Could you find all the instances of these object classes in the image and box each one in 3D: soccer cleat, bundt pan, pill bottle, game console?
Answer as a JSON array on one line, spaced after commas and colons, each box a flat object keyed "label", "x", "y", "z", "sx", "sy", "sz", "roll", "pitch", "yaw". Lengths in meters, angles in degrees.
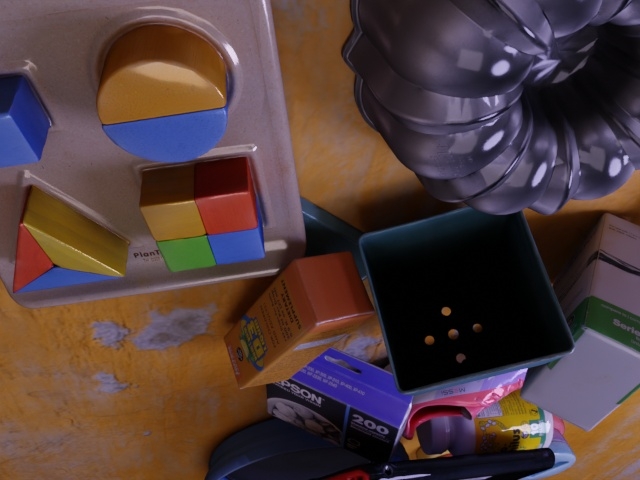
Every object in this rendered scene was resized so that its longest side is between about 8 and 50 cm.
[{"label": "soccer cleat", "x": 0.250, "y": 0.203, "z": 0.838, "sx": 0.319, "sy": 0.116, "sz": 0.108, "roll": -19, "pitch": 138, "yaw": 9}, {"label": "bundt pan", "x": 0.191, "y": -0.144, "z": 0.441, "sx": 0.331, "sy": 0.124, "sz": 0.330, "roll": -7, "pitch": 138, "yaw": -6}, {"label": "pill bottle", "x": 0.276, "y": 0.312, "z": 0.963, "sx": 0.209, "sy": 0.117, "sz": 0.117, "roll": -2, "pitch": 137, "yaw": -10}, {"label": "game console", "x": 0.122, "y": 0.386, "z": 0.885, "sx": 0.387, "sy": 0.060, "sz": 0.342, "roll": 9, "pitch": 142, "yaw": -32}]

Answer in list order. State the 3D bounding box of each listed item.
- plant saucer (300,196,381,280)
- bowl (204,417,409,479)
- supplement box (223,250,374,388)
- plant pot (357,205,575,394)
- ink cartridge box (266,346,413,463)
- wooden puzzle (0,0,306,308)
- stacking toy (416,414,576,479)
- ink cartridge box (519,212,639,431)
[{"label": "plant saucer", "x": 0.000, "y": 0.000, "z": 0.635, "sx": 0.192, "sy": 0.018, "sz": 0.067, "roll": 28, "pitch": 126, "yaw": -36}, {"label": "bowl", "x": -0.027, "y": 0.439, "z": 1.068, "sx": 0.392, "sy": 0.077, "sz": 0.390, "roll": -6, "pitch": 138, "yaw": -6}, {"label": "supplement box", "x": -0.035, "y": 0.100, "z": 0.647, "sx": 0.080, "sy": 0.078, "sz": 0.233, "roll": -9, "pitch": 155, "yaw": -31}, {"label": "plant pot", "x": 0.157, "y": 0.088, "z": 0.645, "sx": 0.166, "sy": 0.165, "sz": 0.234, "roll": -16, "pitch": 157, "yaw": 6}, {"label": "ink cartridge box", "x": 0.020, "y": 0.226, "z": 0.795, "sx": 0.207, "sy": 0.045, "sz": 0.208, "roll": 20, "pitch": 139, "yaw": 16}, {"label": "wooden puzzle", "x": -0.184, "y": -0.061, "z": 0.466, "sx": 0.323, "sy": 0.080, "sz": 0.347, "roll": -8, "pitch": 136, "yaw": -1}, {"label": "stacking toy", "x": 0.388, "y": 0.498, "z": 1.183, "sx": 0.309, "sy": 0.130, "sz": 0.279, "roll": -23, "pitch": 137, "yaw": 13}, {"label": "ink cartridge box", "x": 0.325, "y": 0.090, "z": 0.656, "sx": 0.087, "sy": 0.208, "sz": 0.153, "roll": 26, "pitch": 138, "yaw": 13}]
